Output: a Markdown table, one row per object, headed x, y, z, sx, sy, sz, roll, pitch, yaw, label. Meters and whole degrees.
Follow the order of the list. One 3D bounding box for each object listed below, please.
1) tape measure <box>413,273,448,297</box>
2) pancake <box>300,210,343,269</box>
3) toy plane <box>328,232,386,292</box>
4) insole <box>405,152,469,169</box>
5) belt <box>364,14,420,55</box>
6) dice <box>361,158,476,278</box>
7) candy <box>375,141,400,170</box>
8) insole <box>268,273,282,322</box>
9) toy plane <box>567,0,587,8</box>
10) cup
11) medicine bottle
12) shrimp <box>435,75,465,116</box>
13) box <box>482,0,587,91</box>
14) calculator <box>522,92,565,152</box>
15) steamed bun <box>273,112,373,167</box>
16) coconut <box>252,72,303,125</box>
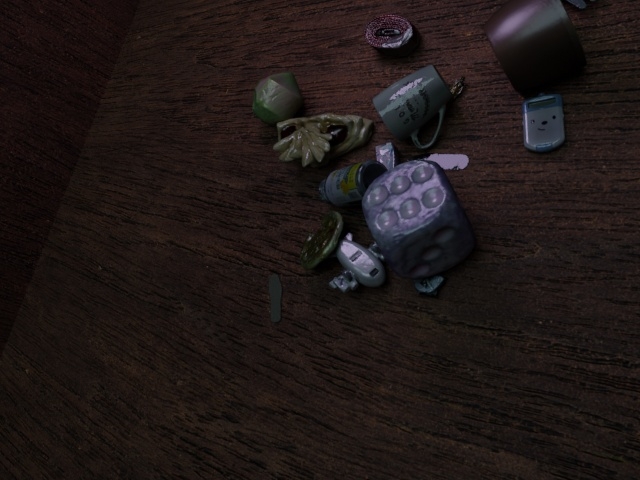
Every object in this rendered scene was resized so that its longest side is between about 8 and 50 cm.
| x | y | z | sx | sy | sz | roll | pitch | yaw | label |
| --- | --- | --- | --- | --- | --- | --- | --- | --- | --- |
| 0.348 | 0.138 | 1.566 | 0.094 | 0.054 | 0.091 | 24 | 81 | 33 | tape measure |
| 0.000 | 0.000 | 1.761 | 0.253 | 0.037 | 0.253 | -47 | 24 | 28 | pancake |
| 0.127 | 0.074 | 1.685 | 0.253 | 0.118 | 0.252 | -9 | 56 | 13 | toy plane |
| 0.403 | -0.272 | 1.704 | 0.232 | 0.003 | 0.080 | 1 | 75 | 31 | insole |
| 0.282 | -0.790 | 1.887 | 0.201 | 0.124 | 0.127 | 16 | 99 | 29 | belt |
| 0.303 | -0.063 | 1.505 | 0.270 | 0.271 | 0.270 | -27 | 50 | 15 | dice |
| 0.247 | -0.266 | 1.745 | 0.073 | 0.092 | 0.160 | -13 | 69 | 25 | candy |
| -0.172 | 0.221 | 1.878 | 0.063 | 0.010 | 0.191 | -15 | 67 | 27 | insole |
| 0.789 | -0.845 | 1.626 | 0.268 | 0.088 | 0.212 | 11 | 78 | 42 | toy plane |
| 0.348 | -0.456 | 1.701 | 0.234 | 0.186 | 0.257 | -31 | 91 | 24 | cup |
| 0.108 | -0.192 | 1.724 | 0.293 | 0.142 | 0.141 | -6 | 68 | 59 | medicine bottle |
| 0.436 | -0.530 | 1.756 | 0.178 | 0.034 | 0.124 | -54 | 52 | 16 | shrimp |
| 0.653 | -0.619 | 1.505 | 0.216 | 0.301 | 0.300 | -26 | 62 | 27 | box |
| 0.703 | -0.374 | 1.537 | 0.121 | 0.039 | 0.210 | -4 | 71 | 29 | calculator |
| -0.029 | -0.384 | 1.903 | 0.428 | 0.189 | 0.246 | 5 | 84 | 32 | steamed bun |
| -0.180 | -0.601 | 2.049 | 0.205 | 0.236 | 0.235 | 37 | 94 | 22 | coconut |
